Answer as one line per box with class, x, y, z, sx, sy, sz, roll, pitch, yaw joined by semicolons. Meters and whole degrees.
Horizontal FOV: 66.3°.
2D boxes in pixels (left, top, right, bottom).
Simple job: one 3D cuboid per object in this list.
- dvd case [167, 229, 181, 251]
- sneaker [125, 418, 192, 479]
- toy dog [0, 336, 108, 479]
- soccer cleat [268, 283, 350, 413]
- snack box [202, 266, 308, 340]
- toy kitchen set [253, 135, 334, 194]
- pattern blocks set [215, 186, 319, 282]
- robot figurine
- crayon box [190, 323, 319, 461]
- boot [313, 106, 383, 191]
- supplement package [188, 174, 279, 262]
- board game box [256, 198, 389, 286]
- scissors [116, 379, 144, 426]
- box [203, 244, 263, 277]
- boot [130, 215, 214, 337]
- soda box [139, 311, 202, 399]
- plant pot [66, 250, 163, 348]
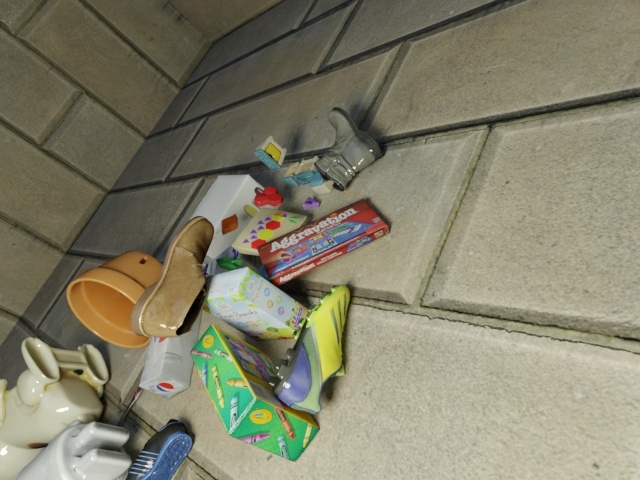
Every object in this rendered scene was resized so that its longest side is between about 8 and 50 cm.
dvd case;-0.485;0.031;1.742;0.179;0.029;0.238;-35;36;22
sneaker;-0.385;0.516;1.110;0.232;0.081;0.090;-49;30;-12
toy dog;-0.854;0.555;1.491;0.408;0.284;0.395;-44;70;7
soccer cleat;0.005;0.205;0.954;0.093;0.121;0.289;-52;4;45
snack box;-0.149;0.147;1.074;0.174;0.207;0.070;-15;46;42
toy kitchen set;-0.071;-0.216;1.376;0.207;0.166;0.122;-7;52;46
pattern blocks set;-0.121;-0.020;1.246;0.285;0.026;0.325;18;45;26
robot figurine;-0.616;0.590;1.189;0.353;0.200;0.300;-43;40;11
crayon box;-0.138;0.288;0.960;0.081;0.165;0.278;-52;33;-2
boot;0.041;-0.247;1.300;0.161;0.083;0.246;-38;49;3
supplement package;-0.281;-0.054;1.483;0.204;0.145;0.262;9;65;53
board game box;0.000;0.000;1.110;0.281;0.027;0.145;-25;33;-5
scissors;-0.517;0.421;1.409;0.297;0.021;0.109;-54;36;-4
box;-0.218;0.086;1.287;0.137;0.126;0.072;-35;37;21
boot;-0.275;0.075;1.045;0.115;0.112;0.305;3;51;18
soda box;-0.403;0.277;1.344;0.091;0.098;0.286;-32;36;24
plant pot;-0.610;0.168;1.552;0.291;0.291;0.203;-24;25;34
